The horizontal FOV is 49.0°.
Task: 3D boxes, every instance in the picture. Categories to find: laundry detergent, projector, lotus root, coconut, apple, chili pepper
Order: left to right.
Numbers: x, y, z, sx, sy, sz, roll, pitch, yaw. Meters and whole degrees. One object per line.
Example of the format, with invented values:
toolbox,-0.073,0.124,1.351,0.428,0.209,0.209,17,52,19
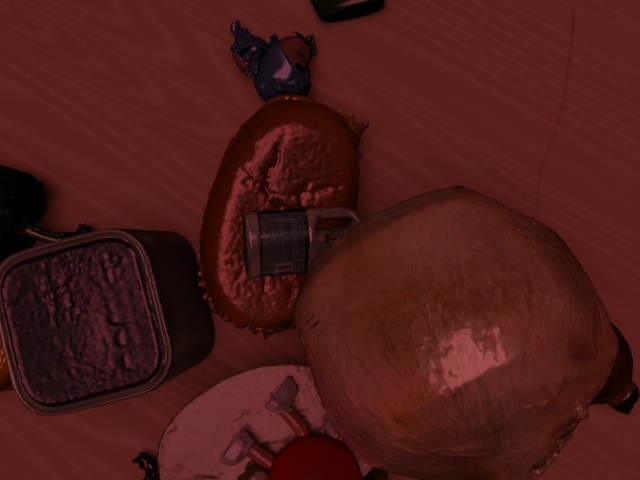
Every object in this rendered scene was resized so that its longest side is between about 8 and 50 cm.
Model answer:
chili pepper,-0.535,-0.040,1.199,0.261,0.165,0.173,16,79,5
projector,-0.333,0.119,1.124,0.249,0.249,0.248,-15,88,6
apple,-0.070,0.376,1.070,0.360,0.320,0.311,-2,126,0
laundry detergent,0.000,0.000,1.037,0.226,0.070,0.099,-4,98,-9
laundry detergent,0.032,-0.486,1.192,0.137,0.063,0.210,-12,87,13
coconut,0.186,0.147,0.927,0.405,0.404,0.404,0,88,7
lotus root,0.391,0.169,1.101,0.260,0.128,0.145,45,109,12

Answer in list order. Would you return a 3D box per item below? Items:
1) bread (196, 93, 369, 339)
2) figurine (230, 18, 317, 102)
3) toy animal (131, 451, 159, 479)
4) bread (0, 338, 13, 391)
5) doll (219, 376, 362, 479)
bread,-0.065,-0.035,1.132,0.236,0.183,0.388,11,90,4
figurine,-0.075,-0.313,1.177,0.178,0.114,0.144,41,82,21
toy animal,-0.262,0.395,1.211,0.136,0.047,0.065,8,98,1
bread,-0.586,0.168,1.216,0.236,0.120,0.198,-6,90,7
doll,-0.018,0.323,0.999,0.217,0.085,0.183,38,76,22
